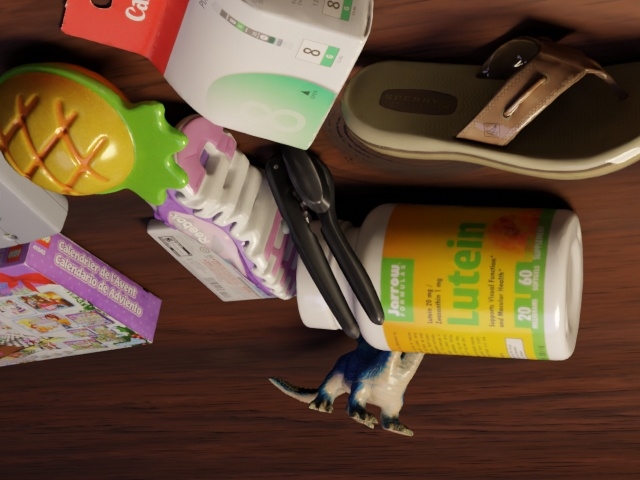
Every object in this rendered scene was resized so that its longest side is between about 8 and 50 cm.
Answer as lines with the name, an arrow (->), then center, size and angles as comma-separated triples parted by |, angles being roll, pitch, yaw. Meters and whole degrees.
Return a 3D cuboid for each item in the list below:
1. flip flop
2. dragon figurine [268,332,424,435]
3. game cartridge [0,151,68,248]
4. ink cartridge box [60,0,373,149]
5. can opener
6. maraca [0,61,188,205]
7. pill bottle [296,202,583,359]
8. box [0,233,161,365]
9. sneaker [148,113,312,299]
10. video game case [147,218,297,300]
flip flop -> 0.145, -0.115, 1.335 | 0.277, 0.112, 0.080 | 6, 140, 20
dragon figurine -> 0.053, 0.120, 1.837 | 0.085, 0.144, 0.289 | 21, 171, -24
game cartridge -> -0.405, -0.052, 1.697 | 0.297, 0.062, 0.198 | -3, 155, 24
ink cartridge box -> -0.089, -0.159, 1.371 | 0.225, 0.056, 0.181 | 13, 153, -10
can opener -> 0.000, 0.000, 1.534 | 0.059, 0.186, 0.073 | -25, 169, 15
maraca -> -0.197, -0.089, 1.478 | 0.186, 0.099, 0.127 | 16, 135, 15
pill bottle -> 0.108, 0.035, 1.589 | 0.246, 0.136, 0.136 | 2, 153, 16
box -> -0.348, 0.064, 1.900 | 0.293, 0.057, 0.201 | -10, 148, 35
sneaker -> -0.095, -0.029, 1.596 | 0.104, 0.095, 0.236 | -3, 145, 35
video game case -> -0.074, 0.016, 1.751 | 0.143, 0.019, 0.157 | -6, 149, 28
